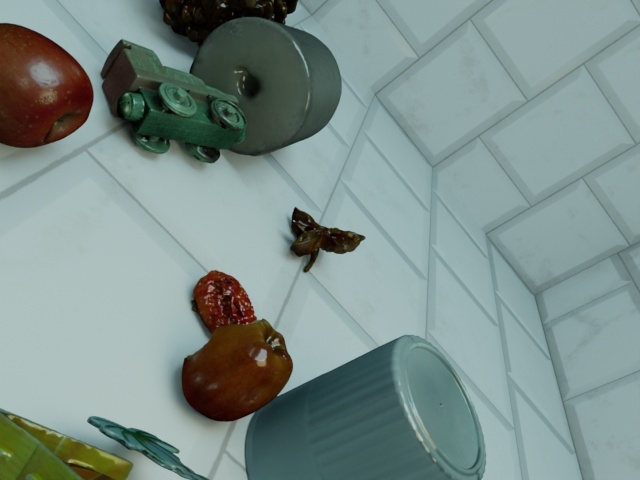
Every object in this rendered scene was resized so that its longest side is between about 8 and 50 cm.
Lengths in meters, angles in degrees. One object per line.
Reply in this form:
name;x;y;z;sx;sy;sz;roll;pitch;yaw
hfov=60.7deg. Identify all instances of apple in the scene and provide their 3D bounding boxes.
apple;-0.445;-0.230;0.823;0.168;0.181;0.181;52;26;0
apple;-0.128;0.206;0.867;0.156;0.158;0.147;37;34;-41

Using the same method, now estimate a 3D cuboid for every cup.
cup;0.079;0.349;0.871;0.257;0.311;0.331;34;34;-35

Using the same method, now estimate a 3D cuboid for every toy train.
toy train;-0.301;-0.290;1.164;0.304;0.150;0.221;3;50;-51

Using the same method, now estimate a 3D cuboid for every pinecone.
pinecone;-0.267;-0.701;1.452;0.398;0.398;0.398;39;30;-29

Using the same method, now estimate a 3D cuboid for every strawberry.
strawberry;-0.153;0.134;0.998;0.188;0.082;0.121;56;23;8

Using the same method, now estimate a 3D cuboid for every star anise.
star anise;-0.002;-0.006;1.377;0.212;0.111;0.196;-5;38;-27

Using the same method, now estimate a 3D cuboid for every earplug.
earplug;-0.113;-0.402;1.435;0.312;0.312;0.394;54;24;-3

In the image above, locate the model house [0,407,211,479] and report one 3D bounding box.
model house;-0.242;0.346;0.568;0.323;0.340;0.300;29;71;-1
